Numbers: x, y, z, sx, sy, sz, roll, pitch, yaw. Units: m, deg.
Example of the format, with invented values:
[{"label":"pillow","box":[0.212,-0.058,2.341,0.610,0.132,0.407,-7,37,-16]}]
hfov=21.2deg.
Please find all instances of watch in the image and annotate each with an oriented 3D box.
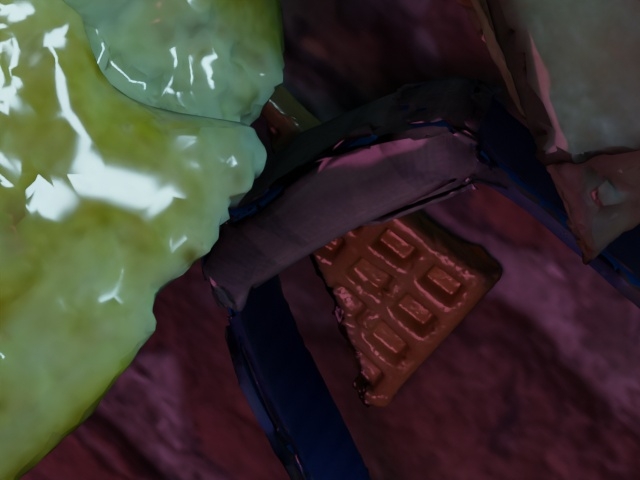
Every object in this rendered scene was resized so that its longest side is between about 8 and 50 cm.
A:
[{"label":"watch","box":[0.103,0.055,0.734,0.276,0.068,0.274,-19,109,21]}]

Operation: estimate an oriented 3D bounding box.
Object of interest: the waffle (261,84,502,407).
[{"label":"waffle","box":[0.000,0.000,0.792,0.153,0.023,0.097,41,119,-2]}]

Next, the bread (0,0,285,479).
[{"label":"bread","box":[-0.170,-0.057,0.690,0.239,0.264,0.395,47,163,-12]}]

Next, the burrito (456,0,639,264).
[{"label":"burrito","box":[0.207,-0.125,0.595,0.332,0.135,0.190,-17,78,8]}]
